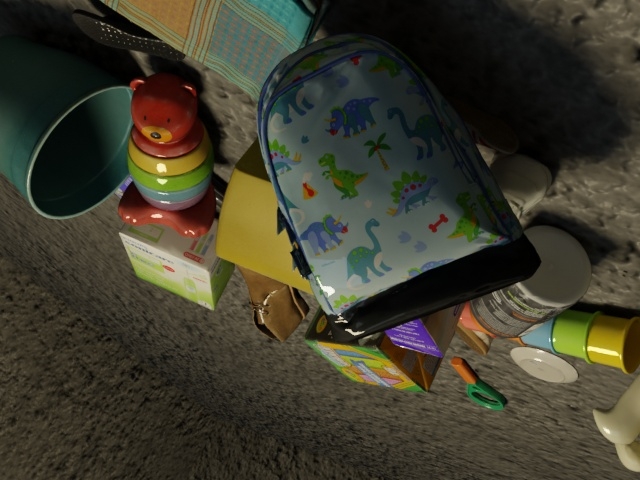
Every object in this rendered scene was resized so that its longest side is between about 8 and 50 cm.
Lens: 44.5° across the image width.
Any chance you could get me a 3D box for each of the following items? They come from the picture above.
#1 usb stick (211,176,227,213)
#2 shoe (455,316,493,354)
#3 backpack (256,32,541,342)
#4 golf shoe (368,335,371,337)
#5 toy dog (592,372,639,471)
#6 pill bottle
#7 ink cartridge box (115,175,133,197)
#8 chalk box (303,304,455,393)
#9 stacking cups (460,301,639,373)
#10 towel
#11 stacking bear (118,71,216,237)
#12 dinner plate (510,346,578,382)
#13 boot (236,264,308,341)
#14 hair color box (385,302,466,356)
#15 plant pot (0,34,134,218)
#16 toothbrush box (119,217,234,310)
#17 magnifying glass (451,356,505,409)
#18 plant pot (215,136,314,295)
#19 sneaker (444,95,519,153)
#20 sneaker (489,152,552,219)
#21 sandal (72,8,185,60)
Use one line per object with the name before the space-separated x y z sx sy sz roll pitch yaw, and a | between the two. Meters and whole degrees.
usb stick | -0.180 -0.065 1.601 0.278 0.045 0.077 40 161 -25
shoe | 0.267 0.136 1.518 0.219 0.058 0.076 45 172 -26
backpack | 0.068 -0.077 0.958 0.290 0.355 0.273 -21 171 16
golf shoe | 0.056 0.098 1.176 0.086 0.067 0.186 11 151 31
toy dog | 0.564 0.277 1.018 0.396 0.407 0.284 16 154 28
pill bottle | 0.315 0.079 1.239 0.131 0.130 0.245 27 157 2
ink cartridge box | -0.363 -0.096 1.734 0.208 0.045 0.206 6 150 42
chalk box | 0.104 0.185 1.634 0.289 0.180 0.179 -1 143 51
stacking cups | 0.393 0.157 1.365 0.316 0.096 0.096 6 148 44
towel | -0.183 -0.334 1.059 0.370 0.040 0.271 30 156 -4
stacking bear | -0.263 -0.163 1.355 0.176 0.164 0.289 13 144 3
dinner plate | 0.455 0.260 1.602 0.141 0.017 0.141 24 155 12
boot | -0.128 0.139 1.876 0.112 0.115 0.305 14 151 36
hair color box | 0.138 0.022 1.251 0.110 0.185 0.339 10 151 37
plant pot | -0.483 -0.219 1.375 0.255 0.271 0.271 37 160 17
toothbrush box | -0.307 0.027 1.731 0.206 0.122 0.283 24 157 3
magnifying glass | 0.369 0.342 1.858 0.092 0.026 0.231 6 150 42
plant pot | -0.035 -0.073 1.249 0.212 0.212 0.187 21 142 17
sneaker | 0.200 -0.138 1.030 0.118 0.042 0.067 33 154 9
sneaker | 0.248 -0.036 1.094 0.090 0.115 0.232 26 157 6
sandal | -0.292 -0.324 1.212 0.179 0.040 0.067 15 163 -6
